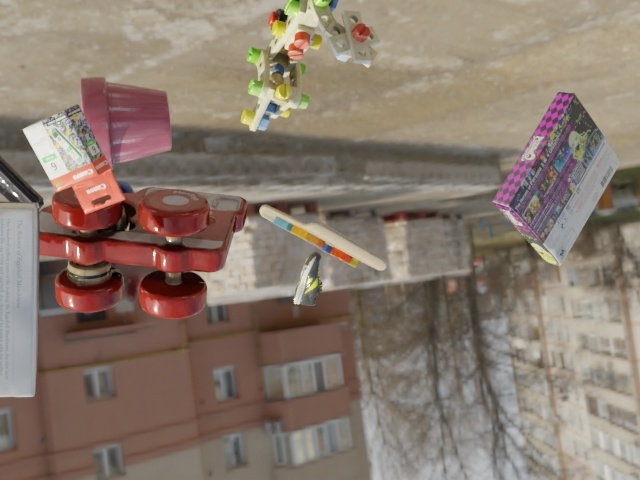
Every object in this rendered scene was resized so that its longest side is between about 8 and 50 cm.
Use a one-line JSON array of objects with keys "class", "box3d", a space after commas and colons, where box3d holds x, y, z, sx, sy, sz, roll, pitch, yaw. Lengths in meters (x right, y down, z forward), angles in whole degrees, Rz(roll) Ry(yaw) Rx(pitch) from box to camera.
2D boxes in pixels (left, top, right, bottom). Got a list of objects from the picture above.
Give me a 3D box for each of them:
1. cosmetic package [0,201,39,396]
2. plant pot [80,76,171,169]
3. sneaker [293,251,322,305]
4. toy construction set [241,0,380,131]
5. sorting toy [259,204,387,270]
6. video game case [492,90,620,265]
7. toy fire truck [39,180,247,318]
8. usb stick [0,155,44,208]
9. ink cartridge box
[{"class": "cosmetic package", "box3d": [-0.450, 0.065, 1.062, 0.224, 0.224, 0.138, 1, -176, -15]}, {"class": "plant pot", "box3d": [-0.415, -0.253, 1.929, 0.180, 0.201, 0.201, -5, 176, -11]}, {"class": "sneaker", "box3d": [-0.011, 0.054, 1.245, 0.035, 0.083, 0.031, 17, -155, -8]}, {"class": "toy construction set", "box3d": [-0.035, -0.354, 1.681, 0.151, 0.215, 0.327, 23, 149, -33]}, {"class": "sorting toy", "box3d": [0.000, 0.000, 1.689, 0.193, 0.038, 0.208, 30, 174, -33]}, {"class": "video game case", "box3d": [0.416, -0.104, 1.560, 0.041, 0.232, 0.210, 21, 166, 49]}, {"class": "toy fire truck", "box3d": [-0.273, -0.017, 1.368, 0.302, 0.169, 0.254, 5, -156, 1]}, {"class": "usb stick", "box3d": [-0.722, -0.165, 1.968, 0.077, 0.278, 0.045, -26, -158, 46]}, {"class": "ink cartridge box", "box3d": [-0.266, -0.083, 0.975, 0.062, 0.115, 0.029, -18, -164, 25]}]
